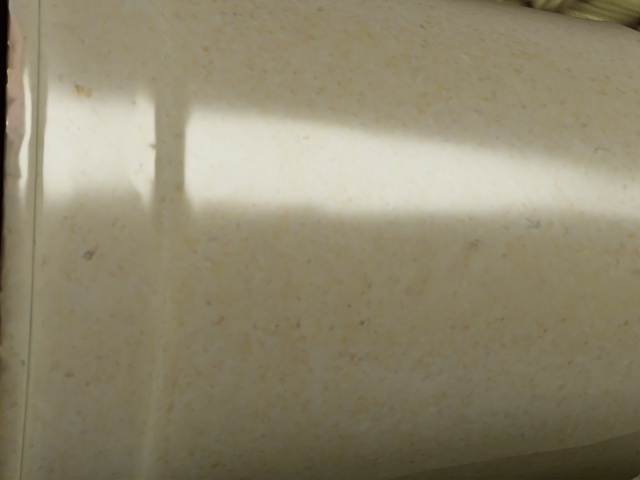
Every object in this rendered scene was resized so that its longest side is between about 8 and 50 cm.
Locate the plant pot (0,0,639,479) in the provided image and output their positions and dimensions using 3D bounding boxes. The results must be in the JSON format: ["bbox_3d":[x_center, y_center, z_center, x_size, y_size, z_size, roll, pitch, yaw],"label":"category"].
[{"bbox_3d":[0.000,0.000,0.849,0.306,0.333,0.333,2,47,-11],"label":"plant pot"}]
